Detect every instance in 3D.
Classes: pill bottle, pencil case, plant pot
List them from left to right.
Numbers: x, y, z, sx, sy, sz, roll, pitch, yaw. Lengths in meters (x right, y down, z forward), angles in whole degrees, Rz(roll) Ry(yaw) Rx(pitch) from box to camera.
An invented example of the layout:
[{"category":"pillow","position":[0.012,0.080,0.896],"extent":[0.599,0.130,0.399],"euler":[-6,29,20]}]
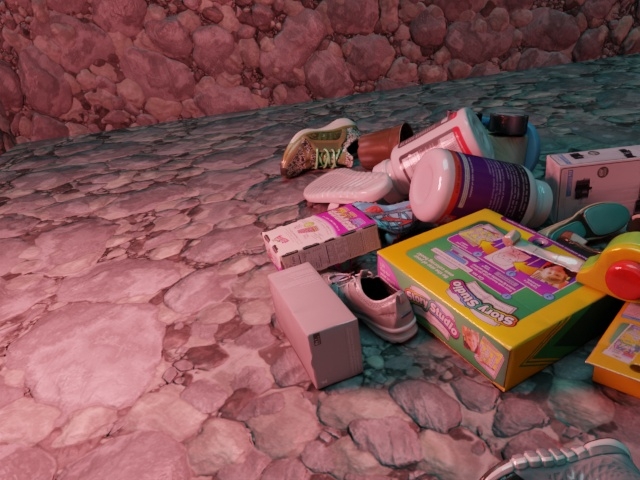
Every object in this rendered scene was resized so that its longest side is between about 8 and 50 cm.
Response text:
[{"category":"pencil case","position":[0.003,0.033,1.302],"extent":[0.151,0.065,0.070],"euler":[13,8,35]},{"category":"plant pot","position":[0.228,-0.315,1.838],"extent":[0.165,0.167,0.167],"euler":[-2,26,30]},{"category":"pill bottle","position":[0.313,-0.226,1.507],"extent":[0.318,0.176,0.176],"euler":[-26,16,32]},{"category":"pill bottle","position":[0.396,-0.113,1.305],"extent":[0.322,0.182,0.181],"euler":[9,24,-15]}]

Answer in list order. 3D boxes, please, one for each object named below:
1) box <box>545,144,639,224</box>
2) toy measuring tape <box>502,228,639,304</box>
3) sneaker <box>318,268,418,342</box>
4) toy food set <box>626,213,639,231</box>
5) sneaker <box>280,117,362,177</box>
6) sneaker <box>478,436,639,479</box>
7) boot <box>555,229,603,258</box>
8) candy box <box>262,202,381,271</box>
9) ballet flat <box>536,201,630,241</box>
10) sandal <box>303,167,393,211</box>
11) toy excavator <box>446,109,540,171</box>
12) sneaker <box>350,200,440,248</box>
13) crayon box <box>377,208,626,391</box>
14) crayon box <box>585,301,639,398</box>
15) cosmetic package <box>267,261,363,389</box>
[{"category":"box","position":[0.731,-0.144,1.346],"extent":[0.289,0.169,0.087],"euler":[-5,27,3]},{"category":"toy measuring tape","position":[0.484,0.020,0.921],"extent":[0.330,0.121,0.121],"euler":[28,43,34]},{"category":"sneaker","position":[0.086,0.100,1.094],"extent":[0.105,0.115,0.281],"euler":[-29,34,-35]},{"category":"toy food set","position":[0.875,-0.011,1.160],"extent":[0.219,0.092,0.306],"euler":[-13,19,-10]},{"category":"sneaker","position":[0.033,-0.323,1.928],"extent":[0.410,0.158,0.182],"euler":[-32,53,-31]},{"category":"sneaker","position":[0.310,0.323,0.640],"extent":[0.228,0.086,0.132],"euler":[-12,30,-10]},{"category":"boot","position":[0.565,0.071,1.104],"extent":[0.106,0.082,0.219],"euler":[-39,41,-9]},{"category":"candy box","position":[0.000,0.000,1.213],"extent":[0.233,0.071,0.159],"euler":[-18,25,-13]},{"category":"ballet flat","position":[0.613,-0.029,1.259],"extent":[0.248,0.086,0.086],"euler":[-17,29,-15]},{"category":"sandal","position":[0.072,-0.132,1.575],"extent":[0.169,0.102,0.416],"euler":[-33,20,-16]},{"category":"toy excavator","position":[0.539,-0.318,1.746],"extent":[0.433,0.222,0.445],"euler":[17,22,40]},{"category":"sneaker","position":[0.187,-0.027,1.371],"extent":[0.261,0.104,0.125],"euler":[-2,54,-1]},{"category":"crayon box","position":[0.342,0.088,1.045],"extent":[0.313,0.106,0.363],"euler":[-21,34,-23]},{"category":"crayon box","position":[0.585,0.176,0.854],"extent":[0.203,0.083,0.323],"euler":[18,36,41]},{"category":"cosmetic package","position":[-0.014,0.153,1.008],"extent":[0.107,0.127,0.238],"euler":[-18,31,-18]}]
